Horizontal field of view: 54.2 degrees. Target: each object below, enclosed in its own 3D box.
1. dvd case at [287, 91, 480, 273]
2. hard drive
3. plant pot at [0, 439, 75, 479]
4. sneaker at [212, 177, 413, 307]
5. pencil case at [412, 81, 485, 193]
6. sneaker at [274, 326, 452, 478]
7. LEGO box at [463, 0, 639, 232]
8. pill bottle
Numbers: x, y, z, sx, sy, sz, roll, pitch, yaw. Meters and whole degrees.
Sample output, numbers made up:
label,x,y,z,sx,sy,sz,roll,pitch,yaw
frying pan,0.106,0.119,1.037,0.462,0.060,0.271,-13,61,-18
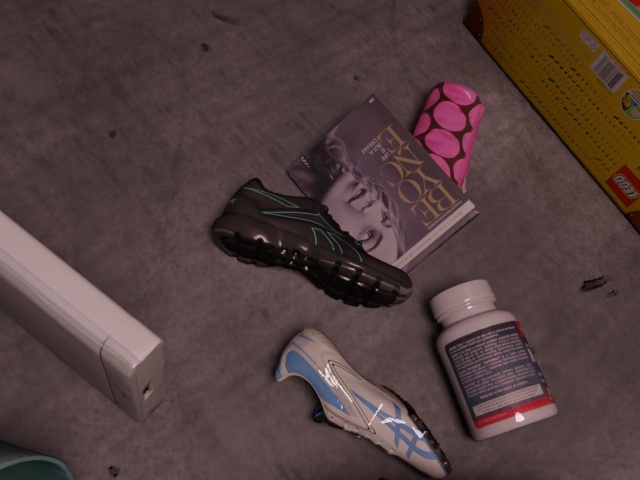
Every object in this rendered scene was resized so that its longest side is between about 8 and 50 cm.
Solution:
label,x,y,z,sx,sy,sz,roll,pitch,yaw
dvd case,0.080,-0.067,0.850,0.164,0.018,0.221,-41,77,11
hard drive,-0.307,0.040,0.636,0.353,0.233,0.047,37,62,7
plant pot,-0.384,0.266,0.490,0.235,0.293,0.292,18,60,14
sneaker,0.000,0.000,0.805,0.268,0.101,0.106,23,59,-1
pencil case,0.183,-0.138,0.922,0.098,0.095,0.209,3,59,28
sneaker,0.049,0.202,0.734,0.237,0.085,0.086,39,88,4
LEGO box,0.548,-0.304,1.029,0.373,0.193,0.500,-25,72,-23
pill bottle,0.205,0.145,0.774,0.108,0.108,0.180,-12,68,-18
